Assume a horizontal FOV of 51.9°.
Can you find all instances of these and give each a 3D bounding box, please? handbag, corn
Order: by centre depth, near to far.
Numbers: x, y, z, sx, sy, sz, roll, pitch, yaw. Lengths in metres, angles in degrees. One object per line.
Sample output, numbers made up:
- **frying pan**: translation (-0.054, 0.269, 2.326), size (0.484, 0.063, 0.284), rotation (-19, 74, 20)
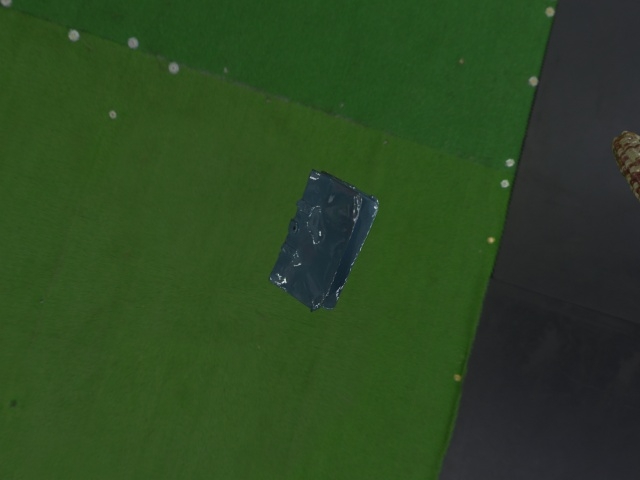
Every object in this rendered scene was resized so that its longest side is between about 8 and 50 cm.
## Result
- **handbag**: translation (0.000, 0.000, 1.143), size (0.144, 0.057, 0.221), rotation (29, 105, 35)
- **corn**: translation (0.575, -0.116, 1.149), size (0.080, 0.079, 0.237), rotation (7, 40, -9)
